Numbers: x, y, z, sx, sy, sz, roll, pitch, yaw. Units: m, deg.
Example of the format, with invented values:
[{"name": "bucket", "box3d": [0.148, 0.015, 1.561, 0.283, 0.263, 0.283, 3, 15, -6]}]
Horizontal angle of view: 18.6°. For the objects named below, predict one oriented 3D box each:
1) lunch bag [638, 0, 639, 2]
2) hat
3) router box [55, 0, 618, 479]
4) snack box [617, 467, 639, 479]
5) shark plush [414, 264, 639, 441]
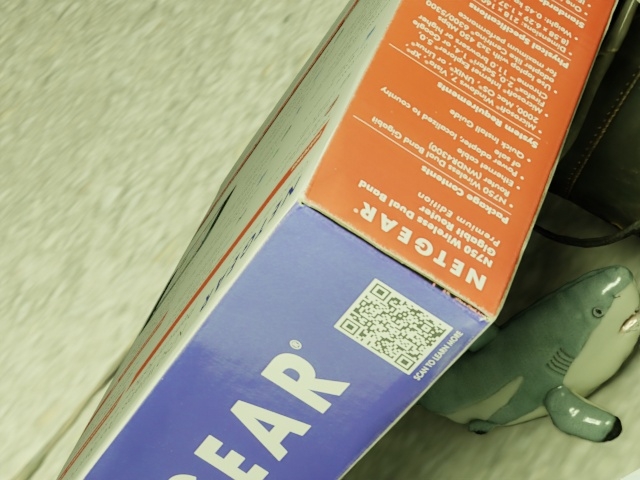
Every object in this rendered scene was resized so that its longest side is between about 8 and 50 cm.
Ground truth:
[{"name": "lunch bag", "box3d": [0.299, -0.087, 0.730, 0.235, 0.287, 0.169, -40, -7, -14]}, {"name": "hat", "box3d": [0.188, -0.080, 0.952, 0.134, 0.331, 0.331, 30, 50, 2]}, {"name": "router box", "box3d": [0.000, 0.000, 0.867, 0.335, 0.082, 0.301, -51, 9, 46]}, {"name": "snack box", "box3d": [0.156, 0.146, 0.653, 0.207, 0.174, 0.070, -29, 31, -4]}, {"name": "shark plush", "box3d": [0.078, 0.050, 0.934, 0.161, 0.067, 0.073, -5, 39, 28]}]
